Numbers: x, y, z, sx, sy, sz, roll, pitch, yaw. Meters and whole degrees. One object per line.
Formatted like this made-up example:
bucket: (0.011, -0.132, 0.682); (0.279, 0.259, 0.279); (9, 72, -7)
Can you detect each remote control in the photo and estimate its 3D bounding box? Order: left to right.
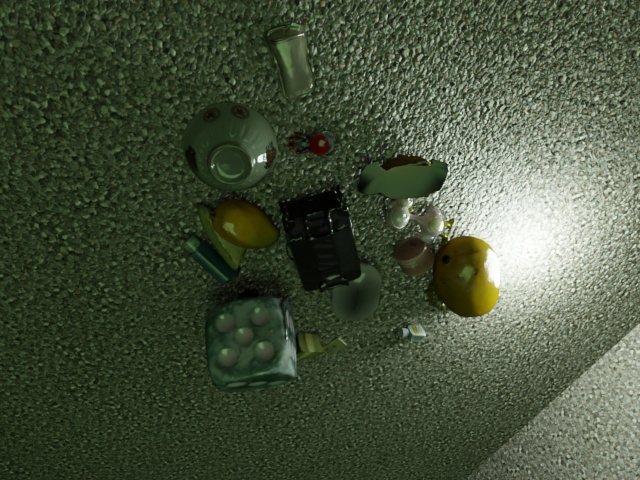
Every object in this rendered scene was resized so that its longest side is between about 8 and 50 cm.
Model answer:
remote control: (0.161, 0.236, 1.984); (0.221, 0.103, 0.331); (0, 123, -4)

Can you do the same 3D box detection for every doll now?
doll: (-0.018, -0.350, 1.594); (0.195, 0.062, 0.104); (1, 106, -2)
doll: (0.395, -0.094, 1.806); (0.365, 0.094, 0.160); (22, 85, -29)

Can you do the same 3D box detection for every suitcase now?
suitcase: (0.000, 0.000, 1.743); (0.283, 0.194, 0.433); (-16, 124, 0)

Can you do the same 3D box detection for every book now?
book: (0.069, 0.540, 2.220); (0.111, 0.014, 0.077); (-36, 122, 13)

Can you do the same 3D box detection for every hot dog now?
hot dog: (0.308, -0.260, 1.691); (0.326, 0.107, 0.193); (10, 111, -6)

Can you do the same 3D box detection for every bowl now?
bowl: (-0.312, -0.290, 1.517); (0.338, 0.157, 0.337); (-5, 123, -7)

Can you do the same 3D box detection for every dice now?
dice: (-0.275, 0.435, 1.835); (0.349, 0.330, 0.328); (-11, 155, -2)

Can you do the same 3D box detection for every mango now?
mango: (-0.284, -0.058, 1.681); (0.317, 0.119, 0.176); (26, 71, -36)
mango: (0.662, 0.175, 1.960); (0.300, 0.232, 0.445); (-37, 125, -6)

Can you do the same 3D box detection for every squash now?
squash: (-0.411, -0.011, 1.709); (0.252, 0.169, 0.093); (31, 157, -27)

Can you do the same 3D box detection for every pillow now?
pillow: (-0.092, -0.585, 1.436); (0.131, 0.038, 0.232); (-18, 125, -2)

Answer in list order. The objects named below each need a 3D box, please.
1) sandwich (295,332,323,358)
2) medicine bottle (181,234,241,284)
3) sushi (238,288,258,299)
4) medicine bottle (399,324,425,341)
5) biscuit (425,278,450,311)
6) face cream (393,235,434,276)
sandwich: (-0.071, 0.553, 2.126); (0.117, 0.144, 0.187); (8, 121, -13)
medicine bottle: (-0.440, 0.079, 1.774); (0.079, 0.124, 0.258); (-38, 110, 19)
sushi: (-0.314, 0.268, 1.943); (0.083, 0.056, 0.084); (-9, 125, -1)
medicine bottle: (0.461, 0.469, 2.212); (0.118, 0.074, 0.054); (5, 122, -13)
biscuit: (0.625, 0.272, 2.138); (0.274, 0.036, 0.187); (22, 116, -23)
face cream: (0.403, 0.068, 1.893); (0.149, 0.149, 0.104); (-30, 123, 9)
